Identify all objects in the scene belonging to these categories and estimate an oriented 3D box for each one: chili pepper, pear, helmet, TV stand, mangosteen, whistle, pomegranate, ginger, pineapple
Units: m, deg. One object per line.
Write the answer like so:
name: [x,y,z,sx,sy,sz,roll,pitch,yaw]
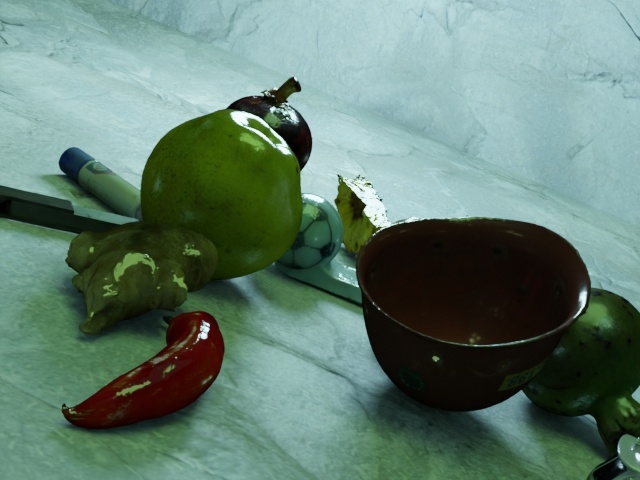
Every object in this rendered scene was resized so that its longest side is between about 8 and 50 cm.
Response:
chili pepper: [-0.200,0.156,1.402,0.137,0.092,0.368,12,13,8]
pear: [-0.169,-0.071,1.814,0.294,0.294,0.294,20,17,-6]
helmet: [0.227,0.136,1.687,0.337,0.230,0.385,31,39,34]
TV stand: [-0.430,-0.042,1.803,0.256,0.040,0.049,13,18,-25]
mangosteen: [-0.119,-0.264,2.475,0.235,0.261,0.235,21,19,-7]
whistle: [0.000,0.000,1.996,0.289,0.163,0.163,21,17,1]
pomegranate: [0.471,0.213,1.800,0.306,0.242,0.242,38,22,20]
ginger: [-0.284,0.048,1.565,0.219,0.123,0.270,17,18,16]
pineapple: [0.083,-0.031,2.251,0.079,0.135,0.233,1,35,-17]

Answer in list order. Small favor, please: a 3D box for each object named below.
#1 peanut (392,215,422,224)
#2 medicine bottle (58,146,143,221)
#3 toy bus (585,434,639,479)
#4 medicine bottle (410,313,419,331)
peanut: [0.204,0.021,2.262,0.140,0.109,0.159,8,31,-8]
medicine bottle: [-0.398,-0.102,1.993,0.231,0.059,0.059,33,20,32]
toy bus: [0.477,0.379,1.368,0.305,0.179,0.143,27,18,17]
medicine bottle: [0.170,0.140,1.891,0.086,0.086,0.183,29,19,24]
